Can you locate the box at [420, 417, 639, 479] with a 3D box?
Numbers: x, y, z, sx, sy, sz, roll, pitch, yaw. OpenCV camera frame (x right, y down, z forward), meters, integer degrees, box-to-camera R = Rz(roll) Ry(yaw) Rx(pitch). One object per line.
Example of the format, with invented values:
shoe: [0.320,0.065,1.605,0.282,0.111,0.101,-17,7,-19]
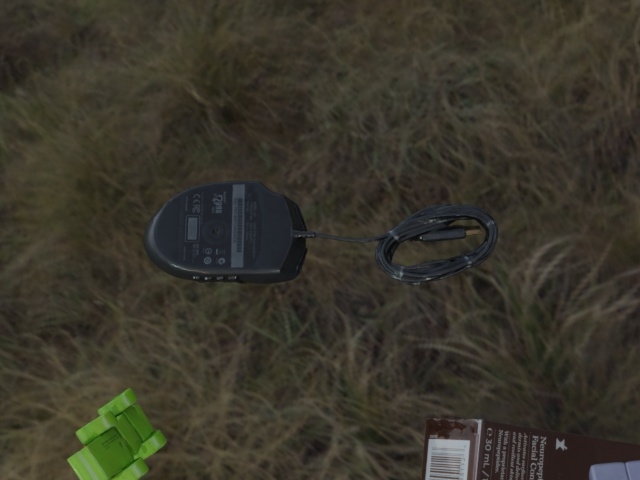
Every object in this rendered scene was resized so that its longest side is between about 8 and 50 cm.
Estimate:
box: [0.340,0.390,1.745,0.143,0.381,0.191,-11,69,56]

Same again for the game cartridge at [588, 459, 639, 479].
game cartridge: [0.392,0.347,1.035,0.230,0.068,0.355,-10,41,7]

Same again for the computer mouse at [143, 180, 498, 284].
computer mouse: [0.000,0.000,0.781,0.242,0.041,0.071,2,70,1]

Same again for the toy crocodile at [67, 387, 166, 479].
toy crocodile: [-0.331,0.326,1.804,0.105,0.340,0.115,-34,93,8]
